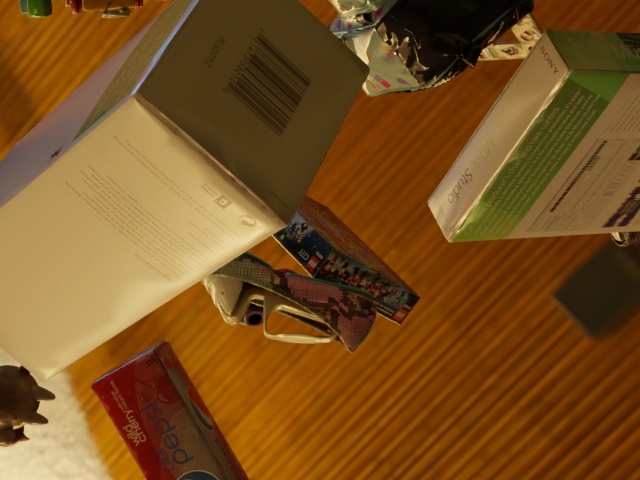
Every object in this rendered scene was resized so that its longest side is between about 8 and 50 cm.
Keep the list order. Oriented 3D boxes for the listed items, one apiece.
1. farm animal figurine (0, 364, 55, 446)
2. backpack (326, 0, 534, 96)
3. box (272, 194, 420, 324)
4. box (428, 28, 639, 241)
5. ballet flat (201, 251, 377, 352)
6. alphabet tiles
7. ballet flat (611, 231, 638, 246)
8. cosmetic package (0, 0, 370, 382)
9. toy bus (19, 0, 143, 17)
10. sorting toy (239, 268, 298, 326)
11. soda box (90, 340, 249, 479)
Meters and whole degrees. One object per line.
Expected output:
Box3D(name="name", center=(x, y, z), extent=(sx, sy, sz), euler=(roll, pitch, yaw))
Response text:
Box3D(name="farm animal figurine", center=(-0.355, 0.120, 1.555), extent=(0.172, 0.330, 0.327), euler=(12, -165, 16))
Box3D(name="backpack", center=(0.083, -0.209, 1.356), extent=(0.144, 0.166, 0.188), euler=(46, 165, -6))
Box3D(name="box", center=(0.000, 0.000, 1.874), extent=(0.159, 0.044, 0.233), euler=(30, -170, -41))
Box3D(name="box", center=(0.286, -0.097, 1.488), extent=(0.322, 0.232, 0.058), euler=(-4, -128, -35))
Box3D(name="ballet flat", center=(-0.053, 0.060, 1.622), extent=(0.221, 0.079, 0.077), euler=(19, 162, 12))
Box3D(name="alphabet tiles", center=(0.194, -0.311, 2.155), extent=(0.237, 0.198, 0.009), euler=(45, -128, -52))
Box3D(name="ballet flat", center=(0.387, -0.041, 2.046), extent=(0.041, 0.041, 0.114), euler=(-96, -12, -66))
Box3D(name="cosmetic package", center=(-0.149, -0.049, 1.270), extent=(0.155, 0.365, 0.197), euler=(42, -134, -17))
Box3D(name="toy bus", center=(-0.311, -0.378, 2.202), extent=(0.202, 0.104, 0.191), euler=(4, -162, 29))
Box3D(name="sorting toy", center=(-0.066, 0.076, 1.921), extent=(0.061, 0.102, 0.042), euler=(37, -161, -38))
Box3D(name="soda box", center=(-0.159, 0.252, 1.834), extent=(0.263, 0.092, 0.083), euler=(60, -172, -2))
